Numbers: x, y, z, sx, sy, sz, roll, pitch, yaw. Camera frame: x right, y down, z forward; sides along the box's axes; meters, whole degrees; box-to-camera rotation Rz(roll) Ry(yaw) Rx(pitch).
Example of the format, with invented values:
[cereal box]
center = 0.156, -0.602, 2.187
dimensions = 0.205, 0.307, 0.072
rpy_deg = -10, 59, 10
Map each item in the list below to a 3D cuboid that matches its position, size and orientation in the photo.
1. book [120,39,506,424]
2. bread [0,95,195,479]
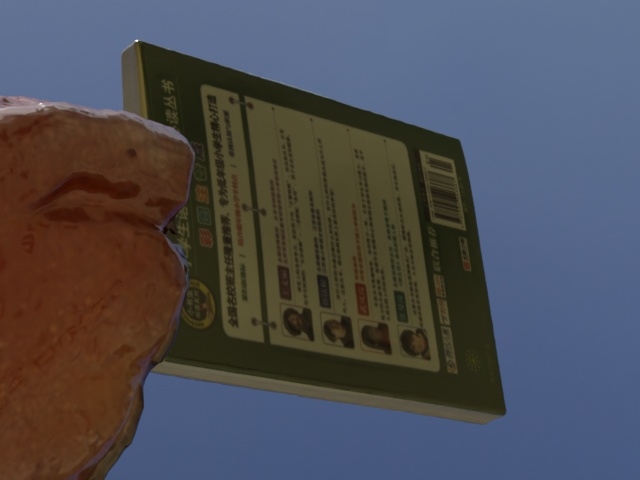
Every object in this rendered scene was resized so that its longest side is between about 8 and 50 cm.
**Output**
[book]
center = 0.000, 0.000, 0.965
dimensions = 0.264, 0.027, 0.202
rpy_deg = 13, -119, -38
[bread]
center = -0.185, 0.027, 0.637
dimensions = 0.123, 0.244, 0.190
rpy_deg = 27, -110, -51
